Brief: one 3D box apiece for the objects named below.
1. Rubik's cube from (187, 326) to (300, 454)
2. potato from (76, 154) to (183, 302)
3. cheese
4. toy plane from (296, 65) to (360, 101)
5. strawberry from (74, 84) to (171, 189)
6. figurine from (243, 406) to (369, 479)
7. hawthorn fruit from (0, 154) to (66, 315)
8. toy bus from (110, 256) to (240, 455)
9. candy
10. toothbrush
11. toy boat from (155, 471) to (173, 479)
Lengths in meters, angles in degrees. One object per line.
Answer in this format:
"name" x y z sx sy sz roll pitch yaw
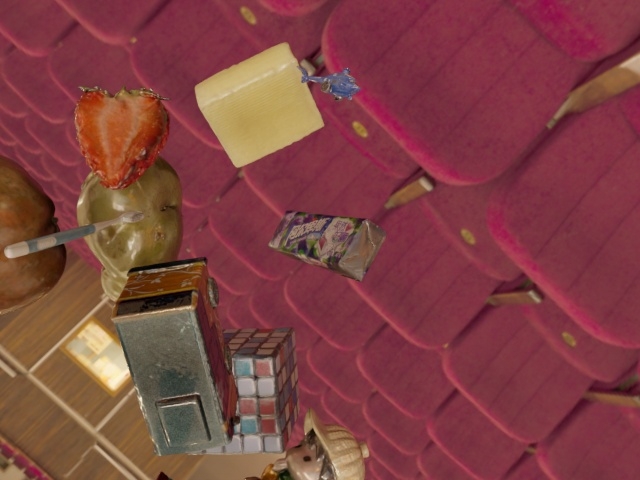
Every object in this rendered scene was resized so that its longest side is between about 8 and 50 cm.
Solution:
"Rubik's cube" -0.228 0.426 1.716 0.293 0.292 0.286 -50 -43 -80
"potato" -0.383 -0.020 1.220 0.218 0.203 0.350 -89 -7 -71
"cheese" -0.154 -0.346 1.533 0.123 0.266 0.242 -112 -4 -46
"toy plane" 0.017 -0.314 1.163 0.167 0.062 0.054 23 -178 39
"strawberry" -0.339 -0.174 1.056 0.098 0.175 0.228 108 145 -57
"figurine" -0.043 0.553 1.329 0.204 0.332 0.185 47 168 -21
"hawthorn fruit" -0.576 0.013 0.944 0.268 0.301 0.267 39 144 37
"toy bus" -0.254 0.215 1.079 0.194 0.162 0.323 -101 3 -68
"candy" 0.000 0.000 1.006 0.061 0.088 0.312 31 172 -24
"toothbrush" -0.365 -0.014 0.912 0.025 0.276 0.019 5 105 21
"toy boat" -0.292 0.523 0.947 0.080 0.136 0.392 13 -168 -4
